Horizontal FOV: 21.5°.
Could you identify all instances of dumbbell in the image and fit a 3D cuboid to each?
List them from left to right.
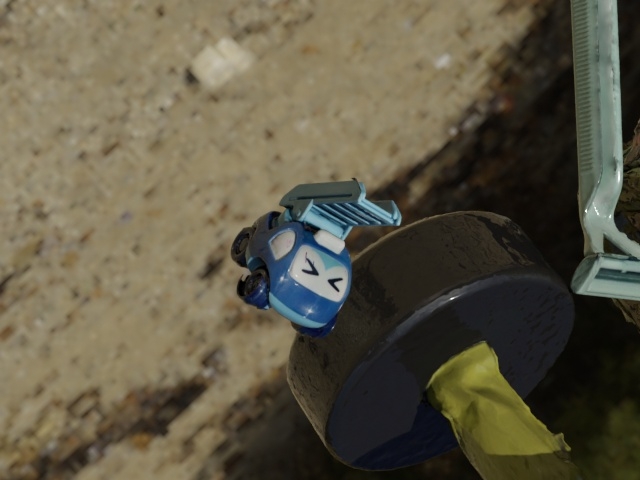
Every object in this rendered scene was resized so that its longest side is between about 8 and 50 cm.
[{"bbox_3d":[0.134,0.155,1.103,0.204,0.322,0.203,-23,145,-17],"label":"dumbbell"}]

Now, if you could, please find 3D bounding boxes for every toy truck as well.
[{"bbox_3d":[0.000,0.000,0.886,0.090,0.056,0.073,-47,-147,23],"label":"toy truck"}]

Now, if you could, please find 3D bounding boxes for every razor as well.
[{"bbox_3d":[0.203,-0.091,1.208,0.111,0.277,0.056,7,160,-36],"label":"razor"}]

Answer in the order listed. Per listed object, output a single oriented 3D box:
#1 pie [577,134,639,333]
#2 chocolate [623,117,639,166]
[{"bbox_3d":[0.384,0.036,1.594,0.103,0.288,0.355,-39,-153,-30],"label":"pie"},{"bbox_3d":[0.315,-0.117,1.404,0.182,0.028,0.086,-28,-144,58],"label":"chocolate"}]
